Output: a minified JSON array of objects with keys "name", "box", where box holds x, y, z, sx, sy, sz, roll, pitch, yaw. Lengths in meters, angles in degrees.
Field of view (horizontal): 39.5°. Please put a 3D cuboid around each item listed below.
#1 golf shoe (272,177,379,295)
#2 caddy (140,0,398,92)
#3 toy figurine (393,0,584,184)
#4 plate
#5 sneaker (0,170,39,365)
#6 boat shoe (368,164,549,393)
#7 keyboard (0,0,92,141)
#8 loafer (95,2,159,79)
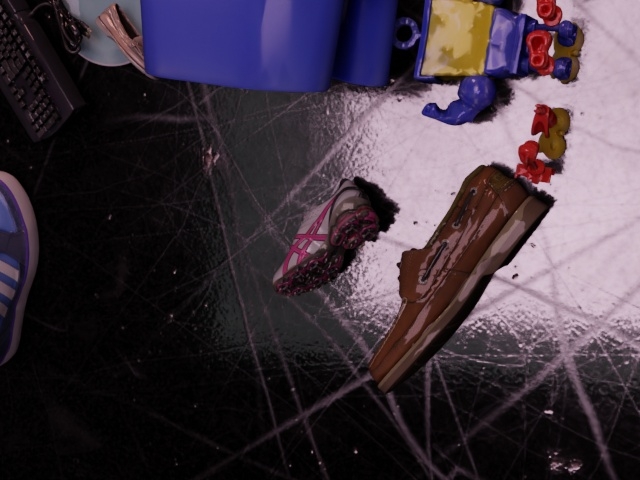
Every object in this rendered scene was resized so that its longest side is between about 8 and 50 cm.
[{"name":"golf shoe","box":[0.000,0.000,1.176,0.186,0.067,0.086,-44,50,25]},{"name":"caddy","box":[-0.063,-0.278,1.043,0.341,0.241,0.179,15,111,37]},{"name":"toy figurine","box":[0.175,-0.257,1.005,0.217,0.191,0.362,11,100,24]},{"name":"plate","box":[-0.290,-0.339,1.251,0.188,0.024,0.188,3,98,20]},{"name":"sneaker","box":[-0.536,0.067,1.288,0.130,0.236,0.323,13,102,19]},{"name":"boat shoe","box":[0.147,0.048,1.104,0.104,0.111,0.307,40,99,15]},{"name":"keyboard","box":[-0.438,-0.314,1.292,0.201,0.033,0.317,-35,85,31]},{"name":"loafer","box":[-0.256,-0.272,1.213,0.125,0.045,0.039,46,104,11]}]
